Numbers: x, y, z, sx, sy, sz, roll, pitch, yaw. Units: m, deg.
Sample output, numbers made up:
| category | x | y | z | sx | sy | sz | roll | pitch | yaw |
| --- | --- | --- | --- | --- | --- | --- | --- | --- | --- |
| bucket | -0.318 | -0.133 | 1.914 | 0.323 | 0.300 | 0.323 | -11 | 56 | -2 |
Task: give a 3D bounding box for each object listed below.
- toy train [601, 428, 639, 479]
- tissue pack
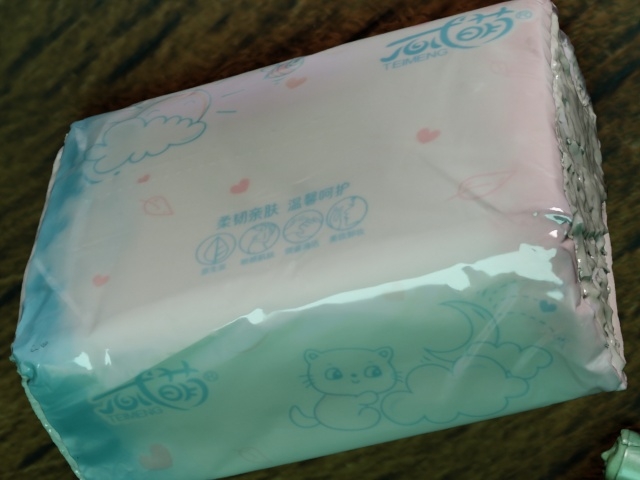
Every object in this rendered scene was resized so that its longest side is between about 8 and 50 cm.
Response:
| category | x | y | z | sx | sy | sz | roll | pitch | yaw |
| --- | --- | --- | --- | --- | --- | --- | --- | --- | --- |
| toy train | 0.234 | 0.169 | 1.035 | 0.176 | 0.074 | 0.118 | 20 | 90 | 7 |
| tissue pack | 0.000 | 0.002 | 0.859 | 0.271 | 0.201 | 0.124 | -14 | 132 | 16 |
